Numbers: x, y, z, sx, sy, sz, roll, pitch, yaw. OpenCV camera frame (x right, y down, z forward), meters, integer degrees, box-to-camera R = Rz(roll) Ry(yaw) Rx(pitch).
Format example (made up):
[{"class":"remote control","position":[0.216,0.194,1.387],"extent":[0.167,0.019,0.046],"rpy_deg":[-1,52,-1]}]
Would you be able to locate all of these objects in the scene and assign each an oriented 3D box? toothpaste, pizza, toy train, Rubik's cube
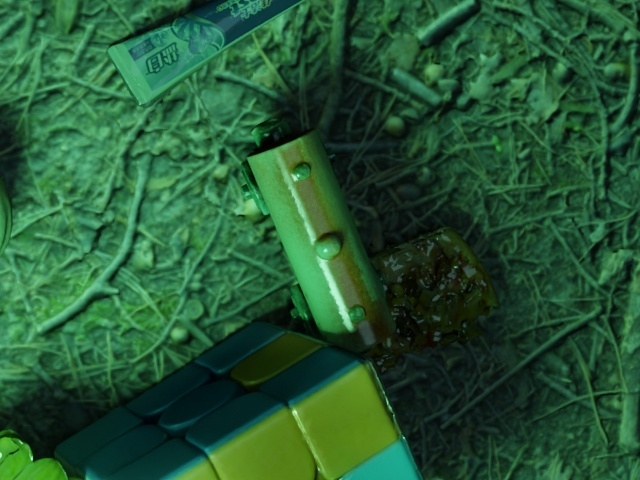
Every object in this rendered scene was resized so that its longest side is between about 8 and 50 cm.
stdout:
[{"class":"toothpaste","position":[-0.105,-0.243,1.688],"extent":[0.268,0.047,0.069],"rpy_deg":[-32,121,-11]},{"class":"pizza","position":[0.106,0.075,1.805],"extent":[0.226,0.069,0.147],"rpy_deg":[-20,107,-18]},{"class":"toy train","position":[0.000,0.000,1.677],"extent":[0.116,0.177,0.285],"rpy_deg":[-22,97,-5]},{"class":"Rubik's cube","position":[-0.068,0.291,1.637],"extent":[0.291,0.290,0.291],"rpy_deg":[-30,106,-20]}]

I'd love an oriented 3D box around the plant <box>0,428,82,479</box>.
[{"class":"plant","position":[-0.348,0.345,1.522],"extent":[0.261,0.297,0.306],"rpy_deg":[26,87,-10]}]

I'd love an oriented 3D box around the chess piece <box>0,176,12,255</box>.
[{"class":"chess piece","position":[-0.473,-0.020,1.516],"extent":[0.330,0.182,0.182],"rpy_deg":[-5,100,-27]}]
